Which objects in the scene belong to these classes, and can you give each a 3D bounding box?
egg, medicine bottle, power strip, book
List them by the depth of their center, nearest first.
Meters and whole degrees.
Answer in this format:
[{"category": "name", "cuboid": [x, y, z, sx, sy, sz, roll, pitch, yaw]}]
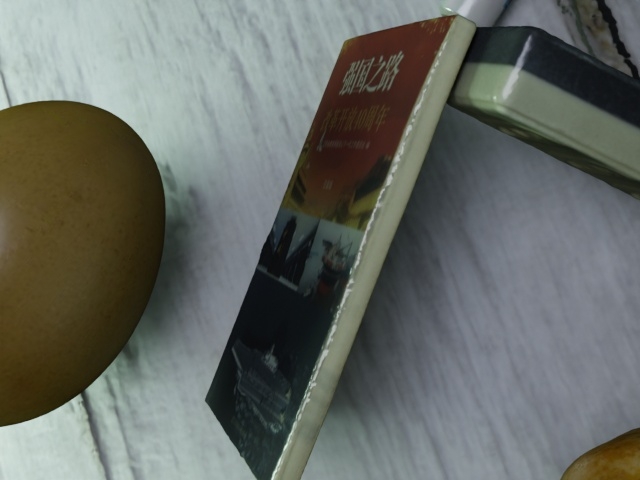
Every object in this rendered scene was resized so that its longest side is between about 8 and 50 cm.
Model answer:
[{"category": "power strip", "cuboid": [0.221, -0.077, 0.735, 0.257, 0.105, 0.070, 21, 95, -19]}, {"category": "book", "cuboid": [0.000, 0.000, 0.825, 0.028, 0.262, 0.374, 21, 90, -17]}, {"category": "medicine bottle", "cuboid": [0.148, -0.228, 0.883, 0.052, 0.052, 0.089, 36, 96, 23]}, {"category": "egg", "cuboid": [-0.277, 0.019, 0.911, 0.250, 0.250, 0.322, 38, 88, 23]}]

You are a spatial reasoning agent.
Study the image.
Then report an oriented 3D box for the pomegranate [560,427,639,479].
[{"category": "pomegranate", "cuboid": [0.251, 0.229, 0.687, 0.207, 0.207, 0.207, -4, 80, 22]}]
